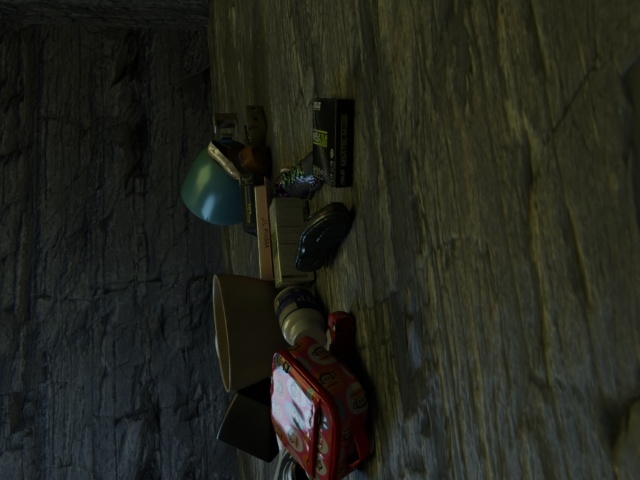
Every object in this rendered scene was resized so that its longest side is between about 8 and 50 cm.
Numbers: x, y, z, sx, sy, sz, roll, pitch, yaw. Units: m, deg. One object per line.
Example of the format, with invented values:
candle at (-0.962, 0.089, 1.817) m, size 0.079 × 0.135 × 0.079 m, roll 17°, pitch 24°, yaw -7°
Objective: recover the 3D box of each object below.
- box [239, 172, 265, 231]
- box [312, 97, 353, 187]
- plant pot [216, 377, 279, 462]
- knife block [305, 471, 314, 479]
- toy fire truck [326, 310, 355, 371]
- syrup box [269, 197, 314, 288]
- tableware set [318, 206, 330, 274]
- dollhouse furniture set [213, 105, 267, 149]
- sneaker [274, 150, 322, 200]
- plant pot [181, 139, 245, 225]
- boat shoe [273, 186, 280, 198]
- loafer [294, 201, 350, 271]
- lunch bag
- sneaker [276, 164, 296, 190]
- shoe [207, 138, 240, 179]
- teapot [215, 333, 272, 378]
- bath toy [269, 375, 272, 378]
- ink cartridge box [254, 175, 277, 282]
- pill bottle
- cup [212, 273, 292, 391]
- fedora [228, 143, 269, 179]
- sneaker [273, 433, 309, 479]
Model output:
box at (-0.203, -0.108, 2.091) m, size 0.233 × 0.059 × 0.183 m, roll 39°, pitch -135°, yaw -78°
box at (0.023, -0.218, 1.395) m, size 0.191 × 0.045 × 0.184 m, roll -139°, pitch 45°, yaw -69°
plant pot at (-0.176, 0.513, 1.908) m, size 0.188 × 0.187 × 0.167 m, roll -32°, pitch -44°, yaw -61°
knife block at (-0.029, 0.475, 1.627) m, size 0.276 × 0.088 × 0.242 m, roll 142°, pitch 125°, yaw -72°
toy fire truck at (0.034, 0.239, 1.423) m, size 0.135 × 0.047 × 0.192 m, roll -139°, pitch 48°, yaw -70°
syrup box at (-0.079, 0.007, 1.724) m, size 0.093 × 0.096 × 0.237 m, roll 127°, pitch 138°, yaw -71°
tableware set at (0.000, 0.000, 1.562) m, size 0.104 × 0.024 × 0.154 m, roll -111°, pitch 23°, yaw -51°
dollhouse furniture set at (-0.300, -0.406, 2.326) m, size 0.129 × 0.184 × 0.129 m, roll 102°, pitch 159°, yaw -45°
sneaker at (-0.056, -0.156, 1.601) m, size 0.223 × 0.098 × 0.083 m, roll 121°, pitch 144°, yaw -65°
plant pot at (-0.366, -0.244, 2.448) m, size 0.235 × 0.293 × 0.293 m, roll 119°, pitch 147°, yaw -43°
boat shoe at (-0.106, -0.069, 1.875) m, size 0.083 × 0.065 × 0.183 m, roll 112°, pitch 151°, yaw -54°
loafer at (-0.007, -0.021, 1.431) m, size 0.267 × 0.096 × 0.084 m, roll 121°, pitch 150°, yaw -55°
lunch bag at (0.006, 0.376, 1.349) m, size 0.258 × 0.120 × 0.293 m, roll 38°, pitch 138°, yaw 39°
sneaker at (-0.078, -0.153, 1.773) m, size 0.185 × 0.070 × 0.084 m, roll 132°, pitch 125°, yaw -78°
shoe at (-0.319, -0.287, 2.295) m, size 0.076 × 0.219 × 0.058 m, roll -46°, pitch -12°, yaw -40°
teapot at (-0.229, 0.363, 2.217) m, size 0.252 × 0.187 × 0.256 m, roll 50°, pitch 131°, yaw 23°
bath toy at (-0.154, 0.314, 2.029) m, size 0.129 × 0.151 × 0.348 m, roll -22°, pitch -67°, yaw -67°
ink cartridge box at (-0.157, -0.022, 1.911) m, size 0.261 × 0.066 × 0.296 m, roll 41°, pitch -136°, yaw -79°
pill bottle at (-0.048, 0.204, 1.608) m, size 0.186 × 0.112 × 0.112 m, roll -120°, pitch 31°, yaw -60°
cup at (-0.168, 0.249, 1.815) m, size 0.331 × 0.237 × 0.331 m, roll 175°, pitch 90°, yaw -75°
fedora at (-0.234, -0.279, 2.239) m, size 0.079 × 0.194 × 0.194 m, roll -38°, pitch 45°, yaw 25°
sneaker at (-0.055, 0.564, 1.740) m, size 0.153 × 0.099 × 0.282 m, roll -46°, pitch 31°, yaw 49°
